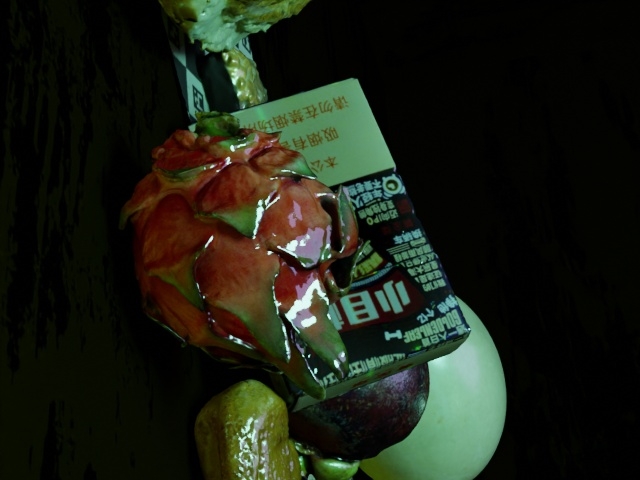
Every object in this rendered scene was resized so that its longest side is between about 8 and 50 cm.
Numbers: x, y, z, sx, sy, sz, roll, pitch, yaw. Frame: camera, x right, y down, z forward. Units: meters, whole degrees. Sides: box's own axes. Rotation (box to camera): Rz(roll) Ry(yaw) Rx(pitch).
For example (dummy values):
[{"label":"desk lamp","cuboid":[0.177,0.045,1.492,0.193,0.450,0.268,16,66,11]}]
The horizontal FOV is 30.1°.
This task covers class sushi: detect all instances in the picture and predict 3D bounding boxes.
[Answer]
[{"label":"sushi","cuboid":[-0.084,-0.161,1.432,0.294,0.059,0.292,-30,106,-73]}]

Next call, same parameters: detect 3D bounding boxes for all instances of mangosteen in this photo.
[{"label":"mangosteen","cuboid":[0.018,0.165,1.335,0.216,0.216,0.216,-11,90,-81]}]

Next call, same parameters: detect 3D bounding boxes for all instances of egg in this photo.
[{"label":"egg","cuboid":[0.137,0.207,1.799,0.278,0.278,0.336,-79,156,-66]}]

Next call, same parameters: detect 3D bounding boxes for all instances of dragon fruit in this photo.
[{"label":"dragon fruit","cuboid":[-0.065,0.016,1.045,0.192,0.193,0.274,-26,95,-65]}]

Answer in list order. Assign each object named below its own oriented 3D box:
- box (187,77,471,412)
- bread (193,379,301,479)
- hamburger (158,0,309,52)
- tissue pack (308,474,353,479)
[{"label":"box","cuboid":[0.000,0.000,1.235,0.084,0.198,0.310,114,-44,-66]},{"label":"bread","cuboid":[-0.054,0.307,1.142,0.124,0.084,0.344,-13,93,-58]},{"label":"hamburger","cuboid":[-0.091,-0.358,1.237,0.277,0.195,0.318,65,13,1]},{"label":"tissue pack","cuboid":[0.011,0.334,1.544,0.115,0.065,0.155,10,70,-81]}]
